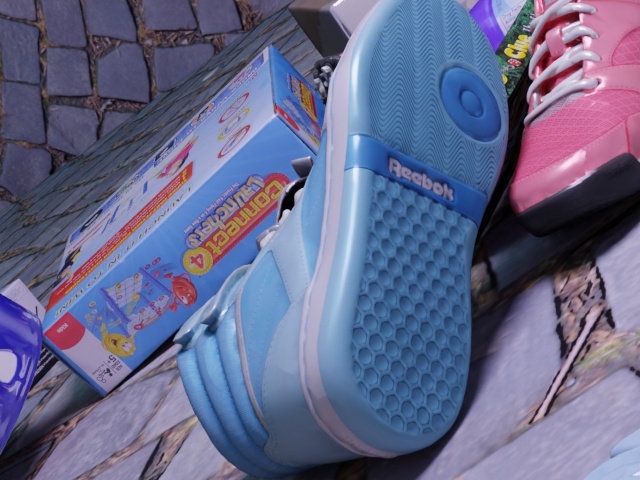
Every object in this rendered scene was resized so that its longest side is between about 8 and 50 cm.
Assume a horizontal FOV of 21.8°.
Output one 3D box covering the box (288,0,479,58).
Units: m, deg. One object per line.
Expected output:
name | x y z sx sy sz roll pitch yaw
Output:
box | 0.072 -0.262 1.914 0.148 0.121 0.311 -39 12 -4

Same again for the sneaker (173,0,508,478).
sneaker | 0.000 0.000 1.023 0.208 0.127 0.319 -29 38 47

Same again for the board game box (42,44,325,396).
board game box | -0.127 -0.030 1.631 0.308 0.086 0.302 -42 16 11

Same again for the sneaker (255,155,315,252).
sneaker | 0.028 -0.028 1.228 0.105 0.115 0.281 -33 14 22

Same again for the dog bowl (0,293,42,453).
dog bowl | -0.361 0.159 1.504 0.265 0.104 0.265 -49 23 29

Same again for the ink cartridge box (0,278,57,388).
ink cartridge box | -0.364 0.142 1.781 0.046 0.097 0.207 -25 18 46

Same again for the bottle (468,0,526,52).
bottle | 0.250 -0.223 1.339 0.283 0.092 0.118 -34 12 22

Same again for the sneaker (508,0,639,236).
sneaker | 0.173 -0.118 1.091 0.116 0.136 0.314 -29 16 39

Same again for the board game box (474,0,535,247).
board game box | 0.138 -0.100 1.198 0.260 0.030 0.136 -56 -21 -54

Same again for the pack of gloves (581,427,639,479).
pack of gloves | 0.159 0.088 0.619 0.232 0.046 0.195 -31 15 30

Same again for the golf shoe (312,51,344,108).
golf shoe | 0.088 -0.144 1.563 0.120 0.105 0.273 -27 13 -23
